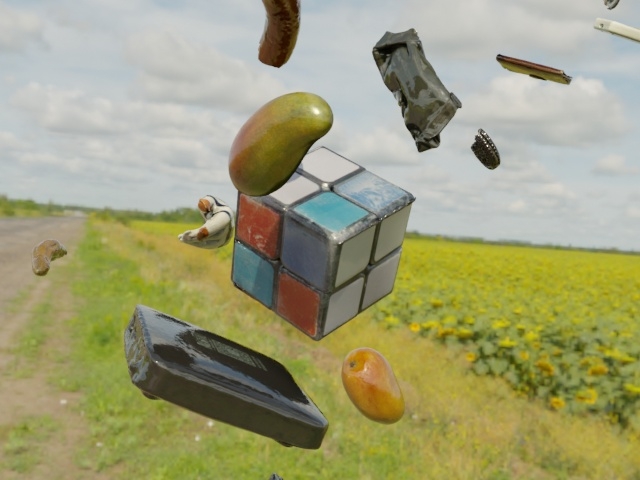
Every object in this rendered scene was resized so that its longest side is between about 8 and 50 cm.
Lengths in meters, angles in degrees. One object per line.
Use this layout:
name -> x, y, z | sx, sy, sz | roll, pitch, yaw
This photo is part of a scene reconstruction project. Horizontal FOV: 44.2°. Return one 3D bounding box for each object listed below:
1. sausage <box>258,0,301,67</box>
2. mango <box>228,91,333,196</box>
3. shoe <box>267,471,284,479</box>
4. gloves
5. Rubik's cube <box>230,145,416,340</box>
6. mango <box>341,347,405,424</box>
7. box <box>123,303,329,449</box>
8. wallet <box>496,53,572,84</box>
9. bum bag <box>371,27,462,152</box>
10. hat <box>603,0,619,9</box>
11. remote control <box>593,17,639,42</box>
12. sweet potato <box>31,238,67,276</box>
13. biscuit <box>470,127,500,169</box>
sausage -> -0.088, -0.458, 1.561 | 0.103, 0.076, 0.302 | -20, -23, -8
mango -> -0.085, -0.188, 1.497 | 0.129, 0.146, 0.289 | 23, -47, -28
shoe -> -0.063, 0.478, 1.319 | 0.077, 0.074, 0.194 | 24, 24, -16
gloves -> -0.283, -0.037, 2.048 | 0.131, 0.140, 0.218 | 26, 15, -14
Rubik's cube -> 0.000, 0.000, 1.919 | 0.318, 0.313, 0.316 | 32, 41, 30
mango -> 0.135, 0.373, 1.981 | 0.120, 0.221, 0.151 | -25, 8, 29
box -> -0.145, 0.194, 1.148 | 0.289, 0.073, 0.290 | 25, 2, -20
wallet -> 0.522, -0.415, 1.927 | 0.176, 0.026, 0.095 | 22, 5, 31
bum bag -> 0.214, -0.344, 1.736 | 0.080, 0.326, 0.142 | 7, -37, -46
hat -> 0.423, -0.467, 1.163 | 0.219, 0.164, 0.226 | 44, 15, 13
remote control -> 0.688, -0.437, 1.692 | 0.190, 0.029, 0.087 | 15, 19, -10
sweet potato -> -0.576, 0.032, 1.645 | 0.053, 0.053, 0.182 | 6, 16, -6
biscuit -> 0.308, -0.172, 1.483 | 0.027, 0.089, 0.087 | -35, 25, -3
